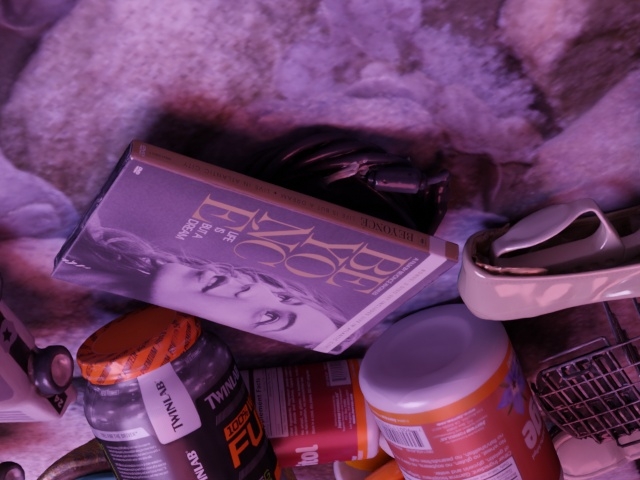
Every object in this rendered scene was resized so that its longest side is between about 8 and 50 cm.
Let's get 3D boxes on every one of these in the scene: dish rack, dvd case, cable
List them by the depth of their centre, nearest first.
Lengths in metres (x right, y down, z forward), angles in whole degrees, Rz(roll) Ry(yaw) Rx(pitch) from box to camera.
[{"bbox_3d":[-0.046,0.015,0.728,0.221,0.018,0.164,17,146,-22],"label":"dvd case"},{"bbox_3d":[0.000,0.000,0.753,0.151,0.047,0.184,3,146,-17],"label":"cable"},{"bbox_3d":[0.307,0.081,0.907,0.272,0.074,0.208,-24,143,17],"label":"dish rack"}]

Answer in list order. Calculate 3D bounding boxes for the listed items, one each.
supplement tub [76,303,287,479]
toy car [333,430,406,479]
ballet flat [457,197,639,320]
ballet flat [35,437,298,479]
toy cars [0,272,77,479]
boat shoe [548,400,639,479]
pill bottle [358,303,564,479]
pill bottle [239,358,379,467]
[{"bbox_3d":[-0.101,0.148,0.829,0.117,0.117,0.190,-17,110,13],"label":"supplement tub"},{"bbox_3d":[0.105,0.217,1.025,0.182,0.136,0.159,4,145,-18],"label":"toy car"},{"bbox_3d":[0.216,0.001,0.780,0.248,0.086,0.086,-13,147,10],"label":"ballet flat"},{"bbox_3d":[-0.131,0.220,0.998,0.123,0.123,0.348,-28,145,28],"label":"ballet flat"},{"bbox_3d":[-0.286,0.139,0.828,0.176,0.087,0.393,22,140,-9],"label":"toy cars"},{"bbox_3d":[0.322,0.182,1.108,0.206,0.075,0.065,-16,-170,3],"label":"boat shoe"},{"bbox_3d":[0.123,0.167,0.893,0.121,0.121,0.216,-18,117,15],"label":"pill bottle"},{"bbox_3d":[-0.030,0.148,0.937,0.152,0.086,0.086,-5,147,-3],"label":"pill bottle"}]
